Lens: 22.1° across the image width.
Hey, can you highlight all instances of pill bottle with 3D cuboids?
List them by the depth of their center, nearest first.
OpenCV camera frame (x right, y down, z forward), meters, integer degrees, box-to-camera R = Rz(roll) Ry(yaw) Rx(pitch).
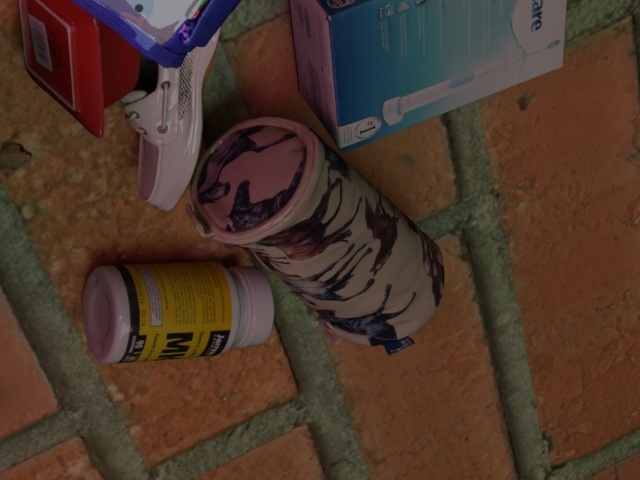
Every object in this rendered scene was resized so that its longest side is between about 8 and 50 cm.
[{"bbox_3d":[-0.170,0.084,1.972,0.208,0.119,0.119,-3,127,-29],"label":"pill bottle"}]

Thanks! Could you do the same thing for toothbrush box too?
[{"bbox_3d":[0.122,-0.256,1.837,0.295,0.126,0.216,-22,142,-11],"label":"toothbrush box"}]

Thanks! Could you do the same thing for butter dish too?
[{"bbox_3d":[-0.229,-0.214,1.672,0.118,0.160,0.160,-26,137,-29],"label":"butter dish"}]

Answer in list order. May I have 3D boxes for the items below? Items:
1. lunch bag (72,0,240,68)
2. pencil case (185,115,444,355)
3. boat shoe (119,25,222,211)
[{"bbox_3d":[-0.163,-0.383,1.388,0.328,0.385,0.239,-50,172,15],"label":"lunch bag"},{"bbox_3d":[0.000,0.000,1.930,0.183,0.160,0.410,-50,145,0],"label":"pencil case"},{"bbox_3d":[-0.180,-0.161,1.781,0.096,0.098,0.277,-3,118,-28],"label":"boat shoe"}]
